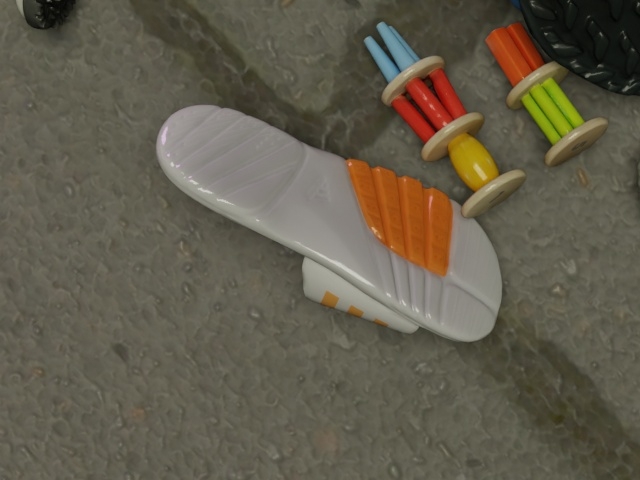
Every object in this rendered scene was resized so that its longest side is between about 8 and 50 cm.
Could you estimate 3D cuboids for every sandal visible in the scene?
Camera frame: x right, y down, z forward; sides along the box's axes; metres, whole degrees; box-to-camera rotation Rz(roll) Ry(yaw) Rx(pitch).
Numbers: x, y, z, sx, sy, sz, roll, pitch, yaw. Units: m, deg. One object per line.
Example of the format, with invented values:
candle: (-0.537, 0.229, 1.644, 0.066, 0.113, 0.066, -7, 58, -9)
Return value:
sandal: (0.003, -0.009, 1.202, 0.265, 0.076, 0.102, 28, 56, -9)

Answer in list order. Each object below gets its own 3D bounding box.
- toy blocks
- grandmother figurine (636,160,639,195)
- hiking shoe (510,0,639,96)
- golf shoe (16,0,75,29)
toy blocks: (0.110, -0.107, 1.212, 0.123, 0.054, 0.148, -32, 76, -7)
grandmother figurine: (0.387, -0.068, 1.191, 0.342, 0.104, 0.208, -14, 63, 4)
hiking shoe: (0.142, -0.219, 1.181, 0.304, 0.132, 0.113, 38, 107, -22)
golf shoe: (-0.217, -0.242, 1.215, 0.093, 0.077, 0.198, -5, 86, 16)
